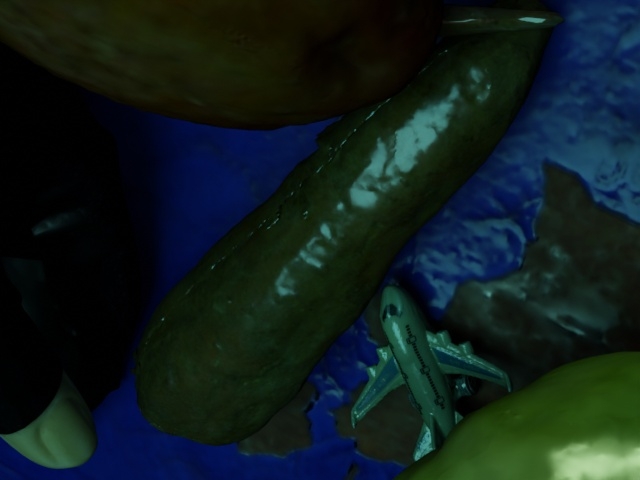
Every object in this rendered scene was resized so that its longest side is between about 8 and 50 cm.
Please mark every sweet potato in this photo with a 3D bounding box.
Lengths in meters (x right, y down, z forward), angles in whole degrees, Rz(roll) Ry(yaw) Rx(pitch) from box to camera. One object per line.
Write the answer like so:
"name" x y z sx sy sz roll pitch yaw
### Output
"sweet potato" 0.000 0.000 0.667 0.075 0.075 0.273 44 122 5

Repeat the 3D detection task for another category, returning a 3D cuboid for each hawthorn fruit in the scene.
"hawthorn fruit" -0.034 -0.137 0.564 0.262 0.210 0.210 40 123 -6

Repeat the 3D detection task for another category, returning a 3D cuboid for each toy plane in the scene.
"toy plane" 0.046 0.057 0.691 0.080 0.033 0.083 -17 94 32

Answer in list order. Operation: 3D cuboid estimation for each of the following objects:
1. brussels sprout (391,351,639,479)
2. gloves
"brussels sprout" 0.142 0.201 0.569 0.274 0.242 0.316 7 95 13
"gloves" -0.161 -0.007 0.695 0.197 0.152 0.301 -124 25 -43
